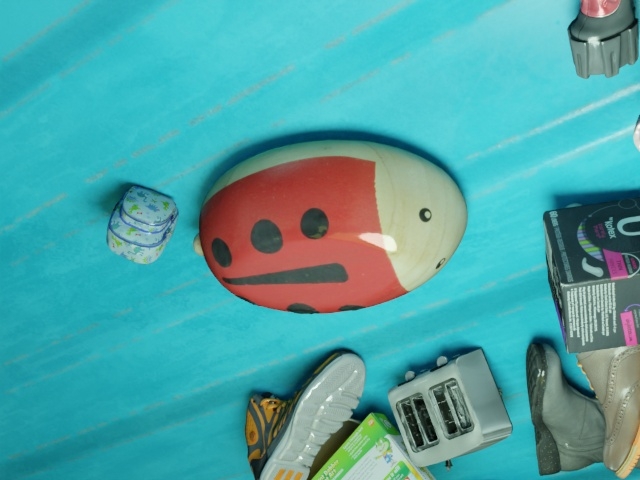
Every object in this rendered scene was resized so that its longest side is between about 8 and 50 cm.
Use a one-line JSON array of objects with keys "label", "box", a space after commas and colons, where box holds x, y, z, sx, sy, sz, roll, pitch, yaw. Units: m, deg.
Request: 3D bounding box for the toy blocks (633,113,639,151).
[{"label": "toy blocks", "box": [0.519, -0.202, 1.142, 0.309, 0.260, 0.288, 0, 132, 16]}]

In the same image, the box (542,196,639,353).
[{"label": "box", "box": [0.464, 0.039, 1.419, 0.270, 0.165, 0.143, -9, 130, 7]}]

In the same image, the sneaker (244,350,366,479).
[{"label": "sneaker", "box": [-0.051, 0.310, 1.888, 0.125, 0.180, 0.321, 27, 102, -36]}]

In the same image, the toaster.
[{"label": "toaster", "box": [0.226, 0.299, 1.747, 0.168, 0.185, 0.110, -31, 162, 37]}]

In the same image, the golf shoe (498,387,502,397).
[{"label": "golf shoe", "box": [0.290, 0.344, 1.845, 0.069, 0.086, 0.176, 7, 135, 8]}]

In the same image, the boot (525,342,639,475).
[{"label": "boot", "box": [0.475, 0.284, 1.737, 0.223, 0.118, 0.338, -6, 137, 13]}]

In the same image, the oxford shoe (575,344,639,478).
[{"label": "oxford shoe", "box": [0.472, 0.209, 1.605, 0.133, 0.130, 0.363, 8, 110, 15]}]

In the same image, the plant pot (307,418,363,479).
[{"label": "plant pot", "box": [0.080, 0.491, 1.947, 0.284, 0.284, 0.191, -20, 157, 31]}]

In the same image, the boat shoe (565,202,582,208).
[{"label": "boat shoe", "box": [0.401, 0.000, 1.521, 0.046, 0.038, 0.125, -12, 128, 26]}]

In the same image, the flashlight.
[{"label": "flashlight", "box": [0.318, -0.334, 1.186, 0.103, 0.103, 0.304, -3, 131, 17]}]

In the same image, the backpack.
[{"label": "backpack", "box": [-0.293, -0.027, 1.643, 0.105, 0.114, 0.084, 22, 134, -3]}]

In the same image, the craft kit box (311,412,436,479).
[{"label": "craft kit box", "box": [0.094, 0.481, 1.788, 0.250, 0.246, 0.061, -50, 148, 15]}]

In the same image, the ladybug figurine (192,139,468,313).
[{"label": "ladybug figurine", "box": [0.000, 0.000, 1.550, 0.449, 0.162, 0.305, -9, 129, 24]}]
